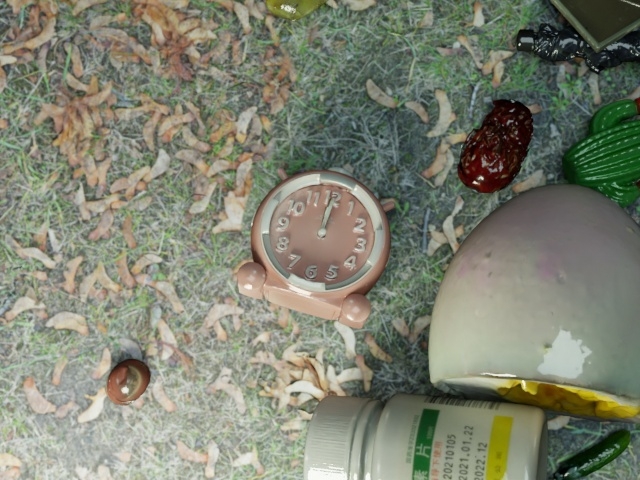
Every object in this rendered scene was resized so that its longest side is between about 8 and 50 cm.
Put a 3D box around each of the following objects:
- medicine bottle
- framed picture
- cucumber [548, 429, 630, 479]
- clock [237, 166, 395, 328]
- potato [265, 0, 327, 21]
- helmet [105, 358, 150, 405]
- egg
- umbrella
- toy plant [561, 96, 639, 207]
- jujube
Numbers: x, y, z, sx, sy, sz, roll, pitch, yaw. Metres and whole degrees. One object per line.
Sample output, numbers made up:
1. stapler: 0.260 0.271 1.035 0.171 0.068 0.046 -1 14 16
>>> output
1. medicine bottle: 0.160 0.337 1.418 0.339 0.208 0.208 2 86 19
2. framed picture: 0.453 -0.419 1.556 0.150 0.015 0.203 -33 68 -5
3. cucumber: 0.440 0.357 1.532 0.155 0.037 0.037 -30 87 -1
4. clock: 0.000 0.000 1.516 0.227 0.142 0.241 16 77 1
5. potato: -0.014 -0.443 1.562 0.105 0.085 0.188 43 92 5
6. helmet: -0.318 0.233 1.539 0.065 0.049 0.084 37 87 1
7. egg: 0.348 0.076 1.401 0.354 0.354 0.340 9 74 1
8. umbrella: 0.435 -0.316 1.562 0.224 0.080 0.071 6 121 4
9. toy plant: 0.506 -0.158 1.539 0.240 0.088 0.154 -43 72 -9
10. jujube: 0.292 -0.149 1.534 0.104 0.104 0.166 33 86 2
